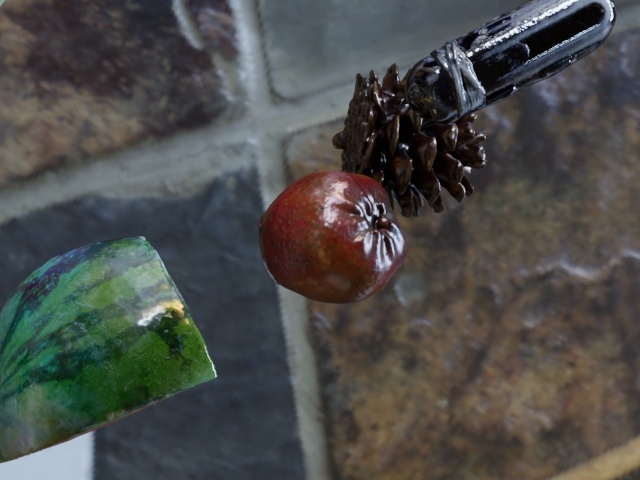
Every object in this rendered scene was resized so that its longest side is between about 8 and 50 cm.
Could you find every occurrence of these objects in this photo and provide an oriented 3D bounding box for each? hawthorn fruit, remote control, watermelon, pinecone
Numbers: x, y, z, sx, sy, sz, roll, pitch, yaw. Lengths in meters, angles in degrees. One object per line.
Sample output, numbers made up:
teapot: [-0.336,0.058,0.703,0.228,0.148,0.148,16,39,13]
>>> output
hawthorn fruit: [0.000,0.000,1.691,0.157,0.194,0.157,11,74,-42]
remote control: [0.218,-0.212,1.632,0.266,0.066,0.090,-28,92,-13]
watermelon: [-0.204,0.084,1.182,0.231,0.128,0.146,-22,87,9]
pinecone: [0.111,-0.118,1.810,0.208,0.208,0.207,-10,110,-28]

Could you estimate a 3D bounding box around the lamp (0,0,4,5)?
lamp: [-0.359,-0.229,1.333,0.250,0.101,0.101,-36,121,-33]
